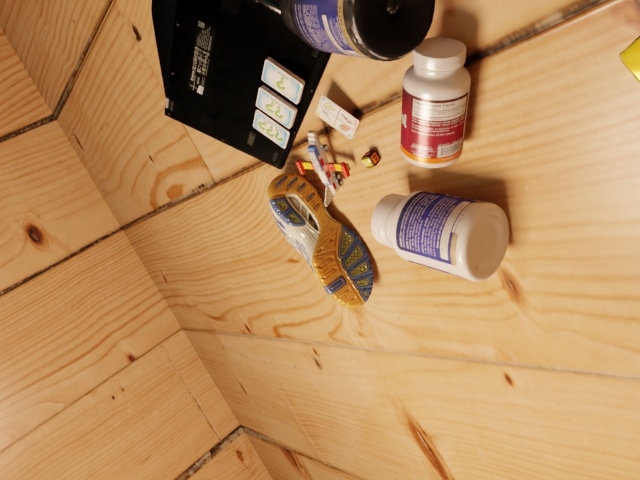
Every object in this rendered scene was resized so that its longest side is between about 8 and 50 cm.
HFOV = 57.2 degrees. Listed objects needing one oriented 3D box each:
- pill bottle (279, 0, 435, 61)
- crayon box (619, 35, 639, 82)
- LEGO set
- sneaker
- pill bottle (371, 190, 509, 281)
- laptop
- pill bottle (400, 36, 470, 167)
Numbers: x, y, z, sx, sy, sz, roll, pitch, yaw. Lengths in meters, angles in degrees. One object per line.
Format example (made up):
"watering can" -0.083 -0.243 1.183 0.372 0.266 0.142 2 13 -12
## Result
"pill bottle" 0.034 -0.301 0.751 0.219 0.122 0.123 35 147 54
"crayon box" 0.444 -0.125 0.358 0.313 0.106 0.363 50 150 3
"LEGO set" -0.019 -0.171 1.002 0.244 0.060 0.182 36 149 5
"sneaker" 0.000 0.000 1.165 0.297 0.111 0.131 58 168 0
"pill bottle" 0.169 -0.015 0.867 0.186 0.112 0.112 18 134 47
"laptop" -0.172 -0.400 1.079 0.407 0.237 0.382 26 149 -5
"pill bottle" 0.148 -0.178 0.761 0.086 0.086 0.152 33 142 35
